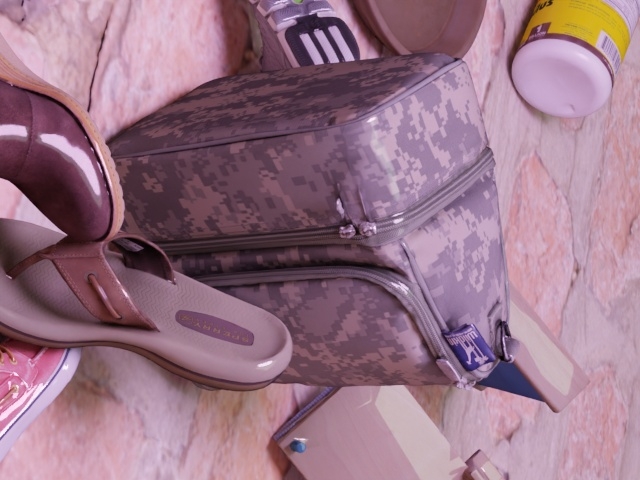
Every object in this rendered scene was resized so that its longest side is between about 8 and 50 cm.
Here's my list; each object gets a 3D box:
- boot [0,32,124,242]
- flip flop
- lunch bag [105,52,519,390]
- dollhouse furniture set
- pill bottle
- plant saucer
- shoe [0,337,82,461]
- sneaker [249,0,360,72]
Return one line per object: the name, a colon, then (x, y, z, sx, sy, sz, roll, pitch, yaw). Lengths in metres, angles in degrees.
boot: (-0.271, -0.063, 1.337, 0.248, 0.090, 0.207, 54, 47, -4)
flip flop: (-0.147, 0.036, 1.442, 0.112, 0.277, 0.080, -80, -168, -48)
lunch bag: (0.000, 0.000, 1.578, 0.212, 0.305, 0.256, -41, 120, -53)
dollhouse furniture set: (0.048, 0.144, 1.856, 0.303, 0.198, 0.286, -43, 103, -13)
pill bottle: (0.304, -0.252, 2.223, 0.117, 0.117, 0.215, 58, 43, -36)
plant saucer: (0.094, -0.311, 1.984, 0.278, 0.041, 0.277, 9, 79, -55)
shoe: (-0.244, 0.098, 1.420, 0.178, 0.063, 0.081, -56, 135, -38)
sneaker: (-0.044, -0.201, 1.743, 0.086, 0.132, 0.228, -11, 63, -21)
